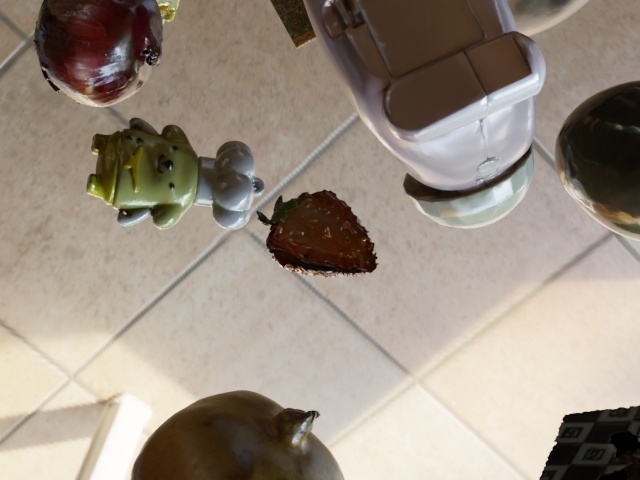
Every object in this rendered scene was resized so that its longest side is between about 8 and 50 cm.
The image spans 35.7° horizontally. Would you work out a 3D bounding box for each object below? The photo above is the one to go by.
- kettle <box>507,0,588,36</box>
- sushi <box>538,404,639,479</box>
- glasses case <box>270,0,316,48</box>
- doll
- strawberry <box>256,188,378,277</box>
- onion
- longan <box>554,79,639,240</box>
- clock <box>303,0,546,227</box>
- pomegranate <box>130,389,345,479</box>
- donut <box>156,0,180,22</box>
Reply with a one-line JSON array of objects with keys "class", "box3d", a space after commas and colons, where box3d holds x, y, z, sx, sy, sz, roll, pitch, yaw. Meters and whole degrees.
[{"class": "kettle", "box3d": [0.258, -0.365, 1.211, 0.207, 0.250, 0.271, 15, 157, -2]}, {"class": "sushi", "box3d": [0.236, 0.184, 0.753, 0.139, 0.201, 0.031, -13, 105, 31]}, {"class": "glasses case", "box3d": [-0.060, -0.466, 1.806, 0.075, 0.049, 0.218, -23, 105, 27]}, {"class": "doll", "box3d": [-0.131, -0.059, 0.918, 0.163, 0.062, 0.106, 7, 73, -16]}, {"class": "strawberry", "box3d": [-0.002, -0.002, 1.530, 0.192, 0.140, 0.085, 1, 158, 8]}, {"class": "onion", "box3d": [-0.203, -0.187, 0.918, 0.131, 0.131, 0.131, 0, 117, -1]}, {"class": "longan", "box3d": [0.436, -0.096, 1.295, 0.215, 0.246, 0.246, -46, 111, -11]}, {"class": "clock", "box3d": [0.106, -0.193, 1.030, 0.184, 0.326, 0.342, -20, 74, 7]}, {"class": "pomegranate", "box3d": [-0.115, 0.368, 1.474, 0.343, 0.342, 0.342, 0, 117, -1]}, {"class": "donut", "box3d": [-0.340, -0.465, 1.360, 0.371, 0.150, 0.307, 36, 142, 17]}]
